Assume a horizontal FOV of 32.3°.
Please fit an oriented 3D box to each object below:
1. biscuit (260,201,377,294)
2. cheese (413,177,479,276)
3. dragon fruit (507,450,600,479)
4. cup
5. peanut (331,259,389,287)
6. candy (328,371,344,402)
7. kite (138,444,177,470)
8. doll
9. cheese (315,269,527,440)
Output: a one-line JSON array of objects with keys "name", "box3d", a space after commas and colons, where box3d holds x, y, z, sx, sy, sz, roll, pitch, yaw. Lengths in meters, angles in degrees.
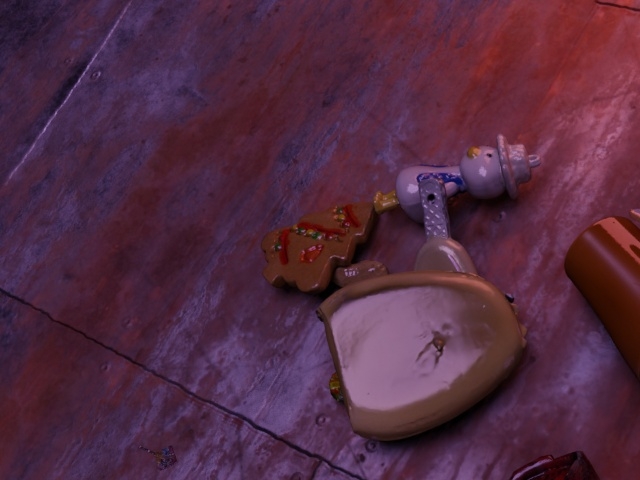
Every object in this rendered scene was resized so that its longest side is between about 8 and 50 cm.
[{"name": "biscuit", "box3d": [0.000, 0.000, 1.951, 0.238, 0.041, 0.212, -36, 34, -9]}, {"name": "cheese", "box3d": [0.201, 0.013, 1.832, 0.127, 0.050, 0.235, -5, 94, 34]}, {"name": "dragon fruit", "box3d": [0.328, 0.392, 1.600, 0.161, 0.120, 0.127, -21, 94, 38]}, {"name": "cup", "box3d": [0.494, 0.072, 1.645, 0.182, 0.226, 0.264, -10, 43, -25]}, {"name": "peanut", "box3d": [0.065, 0.058, 1.914, 0.113, 0.054, 0.054, -2, 60, 23]}, {"name": "candy", "box3d": [0.078, 0.183, 1.840, 0.060, 0.060, 0.201, 17, 59, 29]}, {"name": "kite", "box3d": [-0.275, 0.362, 1.892, 0.044, 0.002, 0.078, -45, 55, -8]}, {"name": "doll", "box3d": [0.234, -0.103, 1.903, 0.293, 0.119, 0.138, -14, 19, 15]}, {"name": "cheese", "box3d": [0.167, 0.165, 1.731, 0.316, 0.128, 0.259, -14, 77, 0]}]
